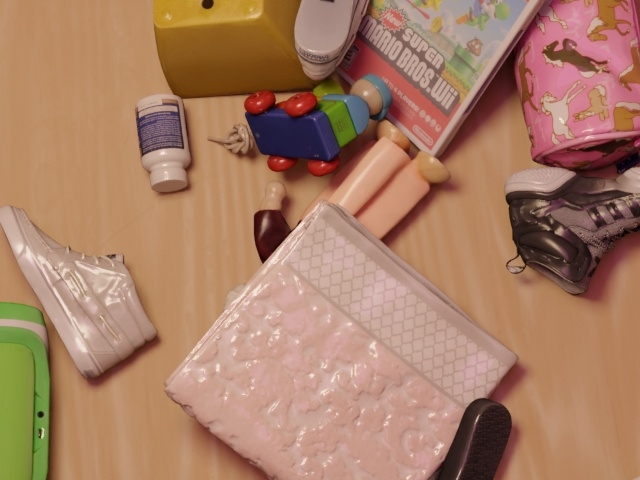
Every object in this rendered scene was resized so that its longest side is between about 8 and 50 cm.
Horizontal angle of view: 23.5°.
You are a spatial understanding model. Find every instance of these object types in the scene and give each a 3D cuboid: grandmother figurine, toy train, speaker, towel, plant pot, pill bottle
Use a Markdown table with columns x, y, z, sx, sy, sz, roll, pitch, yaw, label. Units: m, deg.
| x | y | z | sx | sy | sz | roll | pitch | yaw | label |
| --- | --- | --- | --- | --- | --- | --- | --- | --- | --- |
| 0.000 | 0.000 | 1.967 | 0.208 | 0.104 | 0.342 | 37 | 79 | 23 | grandmother figurine |
| -0.029 | -0.165 | 2.004 | 0.143 | 0.248 | 0.105 | -34 | 115 | -30 | toy train |
| -0.406 | 0.233 | 1.931 | 0.131 | 0.131 | 0.296 | -3 | 74 | 6 | speaker |
| 0.030 | 0.165 | 1.890 | 0.332 | 0.053 | 0.317 | 39 | 83 | -2 | towel |
| -0.121 | -0.320 | 2.004 | 0.212 | 0.187 | 0.212 | -3 | 78 | 13 | plant pot |
| -0.208 | -0.128 | 2.040 | 0.067 | 0.067 | 0.120 | -10 | 73 | 4 | pill bottle |

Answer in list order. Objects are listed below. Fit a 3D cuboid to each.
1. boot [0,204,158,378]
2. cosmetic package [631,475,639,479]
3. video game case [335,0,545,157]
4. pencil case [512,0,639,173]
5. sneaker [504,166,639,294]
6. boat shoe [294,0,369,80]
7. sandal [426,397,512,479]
| x | y | z | sx | sy | sz | roll | pitch | yaw | label |
| --- | --- | --- | --- | --- | --- | --- | --- | --- | --- |
| -0.313 | 0.045 | 2.001 | 0.123 | 0.095 | 0.258 | -30 | 82 | -9 | boot |
| 0.312 | 0.418 | 1.781 | 0.365 | 0.155 | 0.197 | -27 | 73 | -1 | cosmetic package |
| 0.150 | -0.277 | 1.970 | 0.204 | 0.025 | 0.285 | 45 | 120 | 21 | video game case |
| 0.330 | -0.281 | 1.977 | 0.167 | 0.160 | 0.386 | 1 | 71 | -24 | pencil case |
| 0.361 | -0.008 | 1.928 | 0.268 | 0.101 | 0.153 | 2 | 75 | 13 | sneaker |
| 0.019 | -0.325 | 1.987 | 0.095 | 0.084 | 0.258 | 19 | 64 | 7 | boat shoe |
| 0.158 | 0.312 | 1.873 | 0.054 | 0.097 | 0.254 | 14 | 72 | 46 | sandal |
